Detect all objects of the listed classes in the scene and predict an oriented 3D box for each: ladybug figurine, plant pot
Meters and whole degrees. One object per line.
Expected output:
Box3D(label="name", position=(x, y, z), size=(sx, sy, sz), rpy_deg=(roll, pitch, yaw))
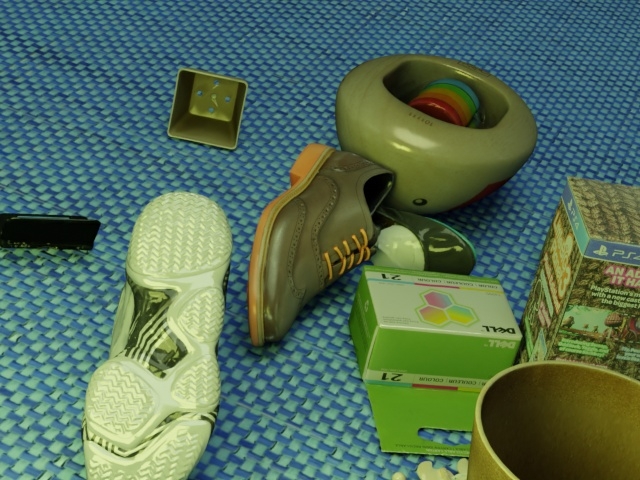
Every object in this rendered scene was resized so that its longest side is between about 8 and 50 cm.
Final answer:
Box3D(label="ladybug figurine", position=(0.170, -0.160, 2.090), size=(0.305, 0.162, 0.449), rpy_deg=(26, 27, 13))
Box3D(label="plant pot", position=(-0.172, -0.216, 2.138), size=(0.109, 0.109, 0.096), rpy_deg=(12, 19, -2))
Box3D(label="plant pot", position=(0.232, 0.286, 1.319), size=(0.237, 0.254, 0.237), rpy_deg=(10, 31, -6))

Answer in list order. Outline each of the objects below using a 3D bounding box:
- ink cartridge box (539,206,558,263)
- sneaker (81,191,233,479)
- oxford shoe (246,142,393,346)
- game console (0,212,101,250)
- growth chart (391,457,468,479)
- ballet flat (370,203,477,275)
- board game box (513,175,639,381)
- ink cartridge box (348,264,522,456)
Box3D(label="ink cartridge box", position=(0.423, 0.043, 1.952), size=(0.208, 0.087, 0.153), rpy_deg=(13, 30, 2))
Box3D(label="sneaker", position=(-0.176, 0.146, 1.519), size=(0.137, 0.210, 0.366), rpy_deg=(10, 65, -4))
Box3D(label="oxford shoe", position=(0.000, 0.000, 1.768), size=(0.132, 0.130, 0.364), rpy_deg=(10, 45, 14))
Box3D(label="game console", position=(-0.355, -0.027, 1.783), size=(0.122, 0.071, 0.107), rpy_deg=(3, 33, -18))
Box3D(label="growth chart", position=(0.209, 0.301, 1.513), size=(0.237, 0.021, 0.172), rpy_deg=(1, 32, -19))
Box3D(label="ballet flat", position=(0.085, -0.001, 1.903), size=(0.096, 0.095, 0.280), rpy_deg=(-28, 39, -35))
Box3D(label="board game box", position=(0.378, 0.095, 1.651), size=(0.232, 0.291, 0.141), rpy_deg=(9, 31, -8))
Box3D(label="ink cartridge box", position=(0.151, 0.147, 1.670), size=(0.188, 0.097, 0.255), rpy_deg=(6, 31, -12))
